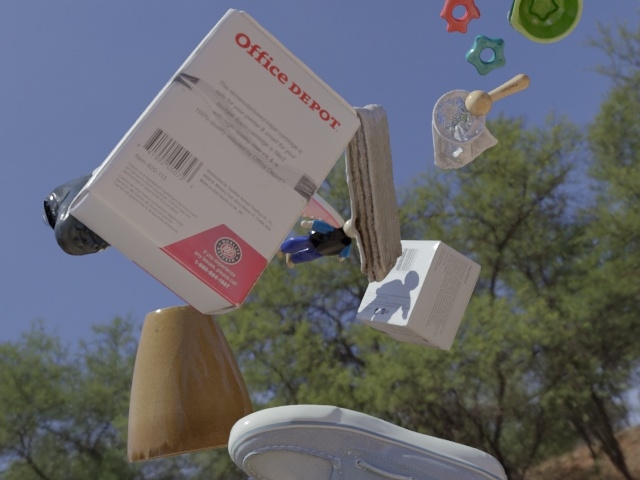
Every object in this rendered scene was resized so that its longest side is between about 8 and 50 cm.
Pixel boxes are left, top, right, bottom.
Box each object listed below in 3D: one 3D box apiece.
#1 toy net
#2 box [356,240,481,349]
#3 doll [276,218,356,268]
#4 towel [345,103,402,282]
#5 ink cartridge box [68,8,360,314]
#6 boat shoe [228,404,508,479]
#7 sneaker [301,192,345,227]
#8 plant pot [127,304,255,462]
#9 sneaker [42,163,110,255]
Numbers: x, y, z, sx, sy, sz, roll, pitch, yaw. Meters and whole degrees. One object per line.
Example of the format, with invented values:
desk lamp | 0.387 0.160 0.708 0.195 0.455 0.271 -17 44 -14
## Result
toy net | 0.166 -0.176 0.871 0.122 0.045 0.232 21 -67 -11
box | 0.191 0.103 1.658 0.119 0.182 0.181 30 -14 -26
doll | 0.000 0.000 1.669 0.189 0.046 0.129 -19 -48 31
towel | 0.087 -0.082 1.395 0.049 0.282 0.187 -4 10 15
ink cartridge box | -0.115 -0.088 0.972 0.283 0.207 0.117 -57 17 -24
boat shoe | 0.039 0.189 0.646 0.227 0.081 0.079 13 -54 -6
sneaker | -0.031 -0.049 1.257 0.070 0.134 0.051 -49 4 0
plant pot | -0.237 0.250 1.509 0.237 0.254 0.237 -8 -13 -2
sneaker | -0.318 -0.029 1.101 0.106 0.234 0.078 -22 -67 8
